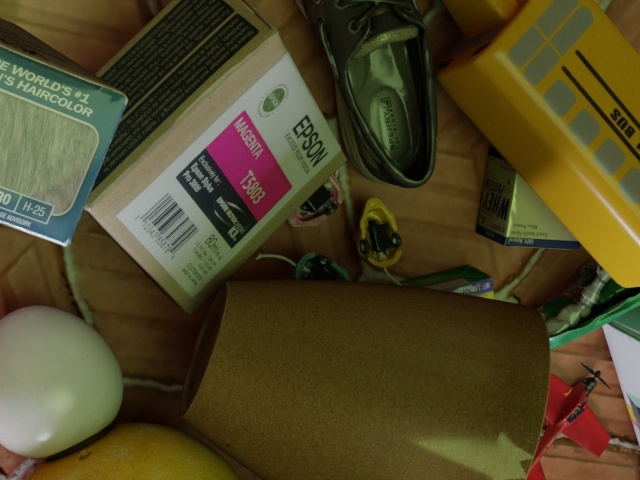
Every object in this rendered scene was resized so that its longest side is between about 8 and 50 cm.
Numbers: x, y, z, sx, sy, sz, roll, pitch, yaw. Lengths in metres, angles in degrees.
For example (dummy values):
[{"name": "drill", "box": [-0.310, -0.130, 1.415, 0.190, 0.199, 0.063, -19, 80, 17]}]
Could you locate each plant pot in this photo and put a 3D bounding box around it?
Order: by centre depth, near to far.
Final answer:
[{"name": "plant pot", "box": [0.024, 0.126, 1.232, 0.254, 0.237, 0.237, 20, 96, -11]}]

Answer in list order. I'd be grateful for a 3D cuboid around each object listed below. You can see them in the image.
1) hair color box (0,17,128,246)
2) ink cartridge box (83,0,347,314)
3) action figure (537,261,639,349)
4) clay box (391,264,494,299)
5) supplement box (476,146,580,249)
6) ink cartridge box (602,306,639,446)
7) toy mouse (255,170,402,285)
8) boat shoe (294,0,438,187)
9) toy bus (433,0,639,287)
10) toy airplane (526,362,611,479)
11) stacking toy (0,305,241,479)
[{"name": "hair color box", "box": [-0.266, -0.110, 1.009, 0.174, 0.347, 0.105, 21, 95, -26]}, {"name": "ink cartridge box", "box": [-0.095, -0.068, 1.173, 0.193, 0.088, 0.234, -44, 154, -5]}, {"name": "action figure", "box": [0.271, 0.049, 1.423, 0.232, 0.137, 0.063, -29, 90, -4]}, {"name": "clay box", "box": [0.105, 0.145, 1.400, 0.127, 0.053, 0.222, -14, 108, -17]}, {"name": "supplement box", "box": [0.198, -0.039, 1.387, 0.083, 0.056, 0.083, 3, 102, -24]}, {"name": "ink cartridge box", "box": [0.422, 0.159, 1.502, 0.201, 0.117, 0.278, -27, 113, -14]}, {"name": "toy mouse", "box": [0.000, 0.000, 1.313, 0.143, 0.031, 0.161, -18, 92, -27]}, {"name": "boat shoe", "box": [0.044, -0.176, 1.264, 0.103, 0.092, 0.285, -20, 109, -17]}, {"name": "toy bus", "box": [0.214, -0.120, 1.301, 0.332, 0.108, 0.130, 46, 70, -14]}, {"name": "toy airplane", "box": [0.227, 0.185, 1.476, 0.151, 0.028, 0.151, -7, 107, -22]}, {"name": "stacking toy", "box": [-0.146, 0.273, 1.242, 0.351, 0.350, 0.479, -27, 93, -14]}]
